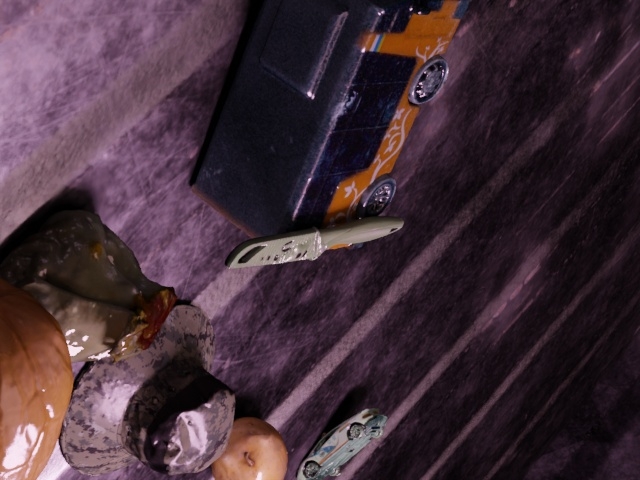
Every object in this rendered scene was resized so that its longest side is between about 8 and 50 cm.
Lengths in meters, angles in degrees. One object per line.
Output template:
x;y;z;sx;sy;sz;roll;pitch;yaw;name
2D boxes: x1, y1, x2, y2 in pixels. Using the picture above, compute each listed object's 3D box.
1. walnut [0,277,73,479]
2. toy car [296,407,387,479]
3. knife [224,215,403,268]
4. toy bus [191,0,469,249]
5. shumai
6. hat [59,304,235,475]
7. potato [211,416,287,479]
-0.313;0.134;1.087;0.193;0.193;0.225;-24;135;-48;walnut
0.028;0.338;2.063;0.186;0.058;0.093;-43;157;18;toy car
0.001;0.001;1.338;0.293;0.020;0.043;-10;134;-51;knife
0.007;-0.152;1.350;0.194;0.162;0.323;-12;132;-51;toy bus
-0.233;0.080;1.225;0.184;0.142;0.184;-43;150;-32;shumai
-0.176;0.207;1.490;0.265;0.128;0.265;-38;145;-33;hat
-0.099;0.311;1.760;0.109;0.118;0.178;-17;164;0;potato
